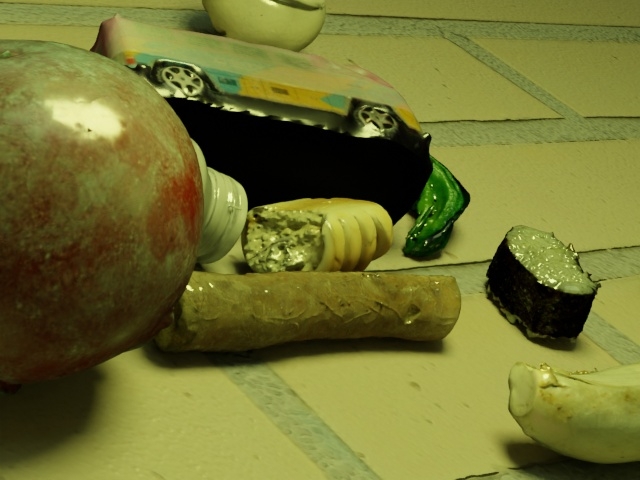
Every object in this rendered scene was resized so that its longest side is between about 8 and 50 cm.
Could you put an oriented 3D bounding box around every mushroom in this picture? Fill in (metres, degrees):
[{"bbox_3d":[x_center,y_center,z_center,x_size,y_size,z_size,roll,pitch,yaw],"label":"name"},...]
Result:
[{"bbox_3d":[0.320,0.157,1.686,0.351,0.095,0.123,0,51,-43],"label":"mushroom"}]

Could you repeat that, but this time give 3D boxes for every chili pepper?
[{"bbox_3d":[0.097,-0.072,2.027,0.122,0.065,0.279,8,32,-36],"label":"chili pepper"}]

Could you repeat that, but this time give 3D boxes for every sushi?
[{"bbox_3d":[0.239,0.047,1.875,0.090,0.078,0.150,1,31,-24],"label":"sushi"}]

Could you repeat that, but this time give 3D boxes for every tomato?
[{"bbox_3d":[-0.255,-0.019,1.417,0.316,0.282,0.317,-3,21,1],"label":"tomato"}]

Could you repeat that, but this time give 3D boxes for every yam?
[{"bbox_3d":[-0.006,0.067,1.655,0.356,0.081,0.081,2,30,-37],"label":"yam"}]

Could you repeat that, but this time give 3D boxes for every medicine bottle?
[{"bbox_3d":[-0.180,-0.052,1.679,0.215,0.135,0.135,24,18,-38],"label":"medicine bottle"}]

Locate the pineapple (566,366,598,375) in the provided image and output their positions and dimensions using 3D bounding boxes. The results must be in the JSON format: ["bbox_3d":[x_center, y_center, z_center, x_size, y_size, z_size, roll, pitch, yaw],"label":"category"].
[{"bbox_3d":[0.287,0.152,1.765,0.083,0.019,0.045,24,28,14],"label":"pineapple"}]

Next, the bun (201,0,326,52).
[{"bbox_3d":[-0.082,-0.304,2.307,0.173,0.120,0.173,23,21,-9],"label":"bun"}]

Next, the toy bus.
[{"bbox_3d":[-0.073,-0.128,1.863,0.386,0.171,0.162,9,41,-23],"label":"toy bus"}]

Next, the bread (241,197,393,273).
[{"bbox_3d":[0.000,0.000,1.771,0.119,0.084,0.177,6,13,34],"label":"bread"}]
